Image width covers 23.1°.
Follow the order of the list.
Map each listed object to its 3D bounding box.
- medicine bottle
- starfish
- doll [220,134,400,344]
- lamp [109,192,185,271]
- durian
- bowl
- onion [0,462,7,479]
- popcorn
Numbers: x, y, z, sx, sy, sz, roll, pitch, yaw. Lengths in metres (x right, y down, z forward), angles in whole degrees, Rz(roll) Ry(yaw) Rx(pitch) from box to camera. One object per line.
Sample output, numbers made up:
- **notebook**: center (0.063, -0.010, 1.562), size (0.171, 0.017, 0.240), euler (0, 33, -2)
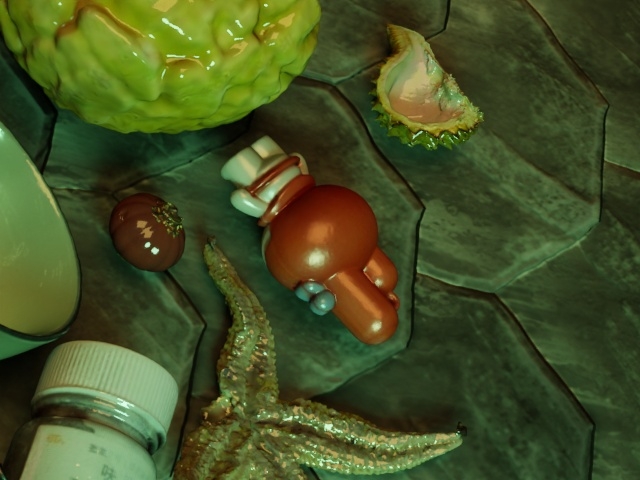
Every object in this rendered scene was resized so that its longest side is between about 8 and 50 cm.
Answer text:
- **medicine bottle**: center (-0.257, 0.257, 1.660), size (0.165, 0.165, 0.273), euler (20, 59, -6)
- **starfish**: center (-0.036, 0.214, 1.772), size (0.384, 0.132, 0.398), euler (28, 33, 0)
- **doll**: center (0.000, 0.000, 1.905), size (0.290, 0.130, 0.161), euler (49, 41, 5)
- **lamp**: center (-0.206, -0.009, 1.871), size (0.101, 0.090, 0.101), euler (37, 32, -28)
- **durian**: center (0.125, -0.197, 2.092), size (0.140, 0.078, 0.224), euler (-12, 55, -9)
- **bowl**: center (-0.440, -0.002, 1.698), size (0.185, 0.354, 0.354), euler (-32, 69, 16)
- **onion**: center (-0.511, 0.277, 1.556), size (0.349, 0.159, 0.267), euler (-29, 74, -31)
- **popcorn**: center (-0.203, -0.278, 1.872), size (0.390, 0.344, 0.354), euler (33, 53, -8)
